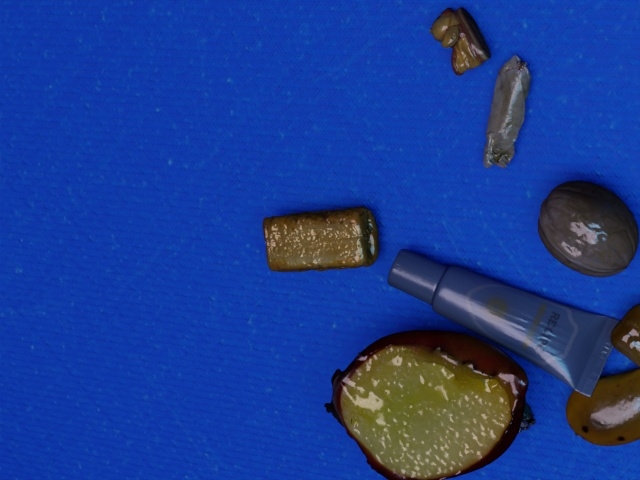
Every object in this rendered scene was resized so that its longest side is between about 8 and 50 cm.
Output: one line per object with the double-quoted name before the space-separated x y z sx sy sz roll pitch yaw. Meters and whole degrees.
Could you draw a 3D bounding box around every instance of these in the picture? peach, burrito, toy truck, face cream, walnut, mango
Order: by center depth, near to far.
"walnut" 0.415 -0.018 1.863 0.162 0.140 0.140 27 116 5
"burrito" 0.298 -0.203 1.914 0.058 0.045 0.188 14 109 14
"mango" 0.486 0.272 1.945 0.178 0.090 0.115 -18 89 21
"face cream" 0.295 0.118 1.989 0.385 0.086 0.135 24 80 17
"peach" 0.210 0.256 2.005 0.362 0.201 0.257 -23 90 33
"toy truck" 0.331 0.316 2.060 0.083 0.039 0.044 -46 67 28

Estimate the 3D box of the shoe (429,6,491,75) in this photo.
"shoe" 0.219 -0.317 1.902 0.069 0.072 0.109 -38 87 24

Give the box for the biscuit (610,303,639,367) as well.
"biscuit" 0.622 0.154 1.842 0.291 0.062 0.237 35 112 6

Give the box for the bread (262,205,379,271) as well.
"bread" 0.000 0.000 2.098 0.211 0.083 0.114 -3 99 27
